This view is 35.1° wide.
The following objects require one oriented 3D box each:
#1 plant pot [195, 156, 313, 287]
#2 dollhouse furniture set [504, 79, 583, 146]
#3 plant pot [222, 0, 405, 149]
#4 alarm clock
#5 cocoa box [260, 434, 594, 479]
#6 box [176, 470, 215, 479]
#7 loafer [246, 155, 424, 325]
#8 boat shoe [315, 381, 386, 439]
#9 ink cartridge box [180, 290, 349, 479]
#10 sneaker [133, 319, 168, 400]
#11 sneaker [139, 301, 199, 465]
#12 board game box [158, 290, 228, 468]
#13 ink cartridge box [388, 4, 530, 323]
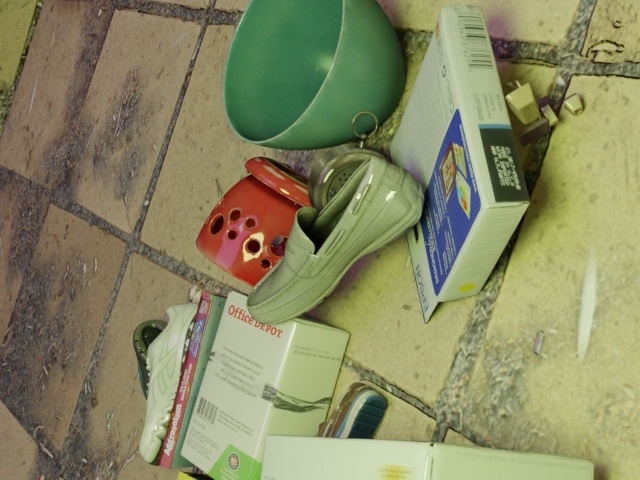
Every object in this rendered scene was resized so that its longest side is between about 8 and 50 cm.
[{"bbox_3d":[-0.071,-0.022,1.563,0.174,0.191,0.191,-59,39,9],"label":"plant pot"},{"bbox_3d":[0.258,-0.188,1.231,0.091,0.114,0.081,-30,65,10],"label":"dollhouse furniture set"},{"bbox_3d":[0.013,-0.258,1.533,0.290,0.195,0.290,-23,59,45],"label":"plant pot"},{"bbox_3d":[0.052,-0.090,1.454,0.064,0.129,0.192,-128,44,-71],"label":"alarm clock"},{"bbox_3d":[0.100,0.343,1.131,0.347,0.231,0.228,-15,66,58],"label":"cocoa box"},{"bbox_3d":[-0.136,0.416,1.561,0.232,0.087,0.058,10,85,52],"label":"box"},{"bbox_3d":[0.000,0.000,1.388,0.319,0.111,0.112,-42,27,24],"label":"loafer"},{"bbox_3d":[0.028,0.285,1.425,0.183,0.066,0.066,-58,34,4],"label":"boat shoe"},{"bbox_3d":[-0.087,0.235,1.541,0.198,0.115,0.272,18,91,53],"label":"ink cartridge box"},{"bbox_3d":[-0.262,0.269,1.795,0.106,0.101,0.267,104,149,-52],"label":"sneaker"},{"bbox_3d":[-0.245,0.236,1.701,0.118,0.110,0.292,7,64,26],"label":"sneaker"},{"bbox_3d":[-0.183,0.229,1.649,0.027,0.145,0.281,12,86,26],"label":"board game box"},{"bbox_3d":[0.173,-0.091,1.332,0.307,0.072,0.303,103,161,-59],"label":"ink cartridge box"}]
